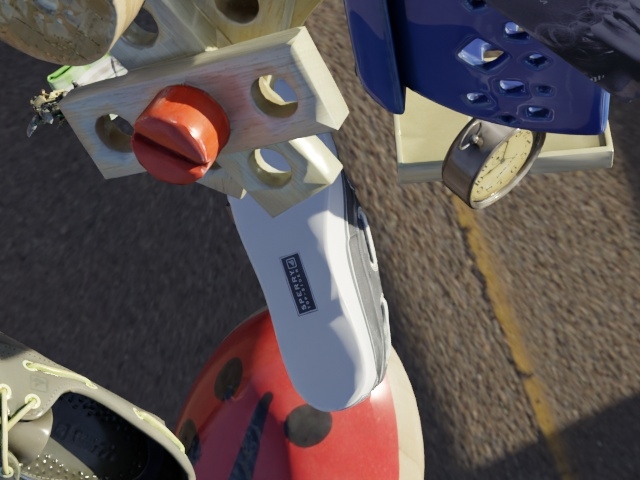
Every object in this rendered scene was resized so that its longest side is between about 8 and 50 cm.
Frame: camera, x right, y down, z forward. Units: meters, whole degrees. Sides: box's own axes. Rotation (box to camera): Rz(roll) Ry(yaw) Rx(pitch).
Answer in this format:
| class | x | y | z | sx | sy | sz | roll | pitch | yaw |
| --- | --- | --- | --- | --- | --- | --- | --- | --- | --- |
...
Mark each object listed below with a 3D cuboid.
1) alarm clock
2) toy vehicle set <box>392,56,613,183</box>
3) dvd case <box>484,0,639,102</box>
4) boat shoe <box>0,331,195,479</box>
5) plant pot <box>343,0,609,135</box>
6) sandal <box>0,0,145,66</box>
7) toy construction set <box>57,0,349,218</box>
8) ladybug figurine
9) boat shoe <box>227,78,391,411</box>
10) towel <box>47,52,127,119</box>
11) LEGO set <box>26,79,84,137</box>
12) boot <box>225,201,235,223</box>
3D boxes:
| class | x | y | z | sx | sy | sz | roll | pitch | yaw |
| --- | --- | --- | --- | --- | --- | --- | --- | --- | --- |
| alarm clock | 0.192 | -0.106 | 1.558 | 0.064 | 0.192 | 0.129 | 43 | 98 | 21 |
| toy vehicle set | 0.224 | -0.158 | 1.713 | 0.266 | 0.035 | 0.166 | -4 | 57 | 4 |
| dvd case | 0.178 | -0.154 | 0.820 | 0.164 | 0.221 | 0.018 | 34 | 76 | -11 |
| boat shoe | -0.218 | 0.132 | 0.986 | 0.305 | 0.091 | 0.109 | 29 | 82 | -42 |
| plant pot | 0.129 | -0.237 | 1.100 | 0.212 | 0.236 | 0.236 | 1 | 62 | 10 |
| sandal | -0.171 | -0.111 | 0.395 | 0.240 | 0.079 | 0.088 | 29 | 139 | -1 |
| toy construction set | 0.026 | -0.161 | 0.502 | 0.215 | 0.328 | 0.151 | 6 | 145 | 22 |
| ladybug figurine | -0.049 | 0.267 | 1.458 | 0.305 | 0.162 | 0.449 | 24 | 113 | 29 |
| boat shoe | 0.000 | 0.000 | 1.232 | 0.108 | 0.102 | 0.301 | -16 | 91 | 26 |
| towel | -0.297 | -0.205 | 1.819 | 0.113 | 0.152 | 0.023 | -39 | 67 | -8 |
| LEGO set | -0.148 | -0.082 | 0.798 | 0.054 | 0.083 | 0.023 | -19 | 80 | -19 |
| boot | -0.064 | -0.095 | 1.723 | 0.152 | 0.073 | 0.197 | -7 | 143 | 19 |
